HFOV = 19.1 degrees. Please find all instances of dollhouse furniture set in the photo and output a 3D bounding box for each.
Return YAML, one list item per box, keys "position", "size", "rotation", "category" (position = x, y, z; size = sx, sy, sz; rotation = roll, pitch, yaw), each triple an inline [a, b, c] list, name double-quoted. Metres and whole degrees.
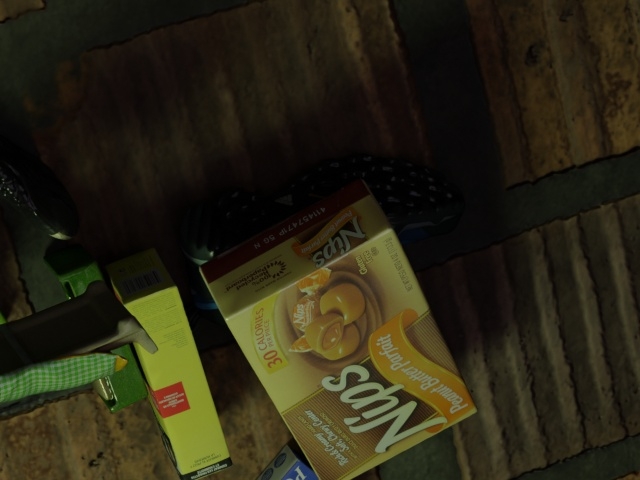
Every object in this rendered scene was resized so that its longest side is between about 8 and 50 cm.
- position: [-0.261, 0.134, 1.778]
  size: [0.197, 0.301, 0.151]
  rotation: [-22, 108, -13]
  category: "dollhouse furniture set"

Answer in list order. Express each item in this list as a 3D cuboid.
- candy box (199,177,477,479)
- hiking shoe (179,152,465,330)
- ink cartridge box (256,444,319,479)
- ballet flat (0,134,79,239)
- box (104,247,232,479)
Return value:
- position: [0.024, 0.102, 1.903]
  size: [0.183, 0.087, 0.316]
  rotation: [-28, 137, -1]
  category: "candy box"
- position: [0.000, 0.000, 1.943]
  size: [0.304, 0.113, 0.132]
  rotation: [-11, 133, -15]
  category: "hiking shoe"
- position: [-0.064, 0.329, 2.037]
  size: [0.097, 0.046, 0.207]
  rotation: [40, 91, -25]
  category: "ink cartridge box"
- position: [-0.303, -0.061, 1.854]
  size: [0.049, 0.057, 0.173]
  rotation: [-29, 119, 37]
  category: "ballet flat"
- position: [-0.151, 0.127, 1.904]
  size: [0.058, 0.087, 0.232]
  rotation: [-20, 124, -10]
  category: "box"
